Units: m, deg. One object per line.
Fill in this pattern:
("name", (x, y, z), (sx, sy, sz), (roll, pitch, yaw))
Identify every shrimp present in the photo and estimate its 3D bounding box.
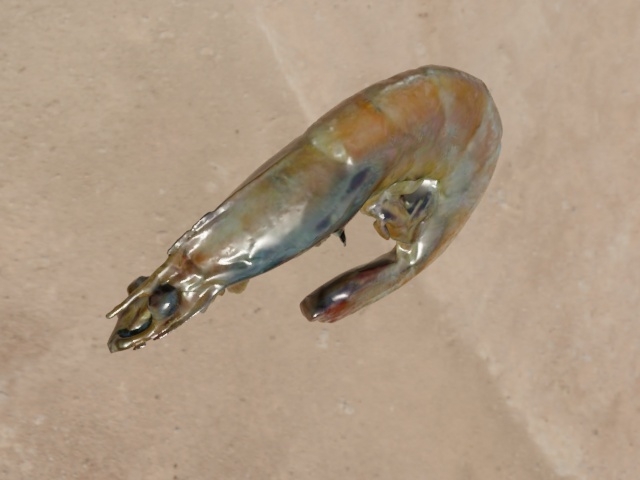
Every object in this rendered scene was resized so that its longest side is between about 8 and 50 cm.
("shrimp", (0.001, 0.001, 0.515), (0.251, 0.052, 0.143), (-28, 134, -10))
